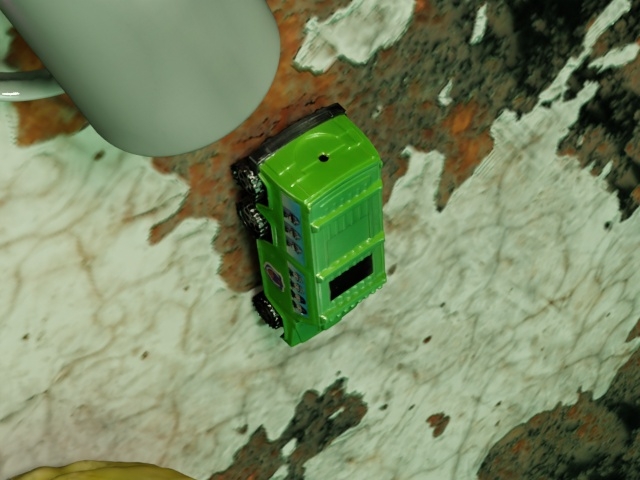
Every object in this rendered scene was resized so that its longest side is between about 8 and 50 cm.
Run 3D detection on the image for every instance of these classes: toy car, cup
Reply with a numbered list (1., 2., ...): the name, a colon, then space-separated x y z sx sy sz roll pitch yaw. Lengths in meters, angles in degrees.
1. toy car: 0.000 0.000 0.929 0.071 0.062 0.165 -32 144 -22
2. cup: -0.099 -0.110 0.694 0.133 0.136 0.099 57 45 -57

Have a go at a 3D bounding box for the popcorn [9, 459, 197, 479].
1. popcorn: -0.130 0.258 0.938 0.265 0.225 0.332 10 140 -39
